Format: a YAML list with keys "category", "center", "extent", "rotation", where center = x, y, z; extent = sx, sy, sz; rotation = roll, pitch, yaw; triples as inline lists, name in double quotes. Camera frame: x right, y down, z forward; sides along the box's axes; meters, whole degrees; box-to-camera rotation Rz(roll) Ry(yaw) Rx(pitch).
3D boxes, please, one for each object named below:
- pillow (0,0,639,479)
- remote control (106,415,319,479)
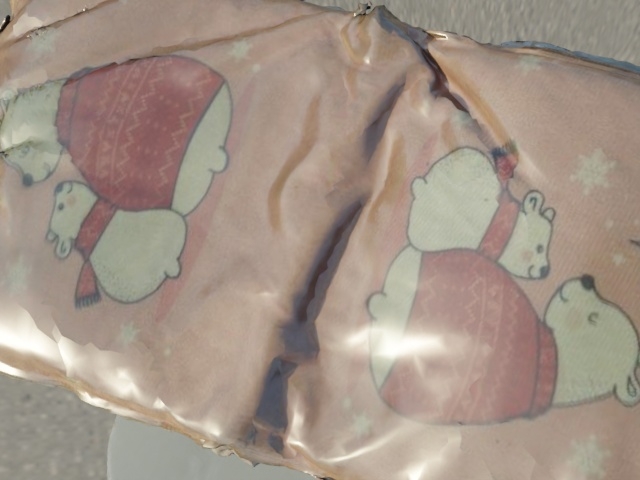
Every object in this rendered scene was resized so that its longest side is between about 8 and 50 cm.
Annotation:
- category: "pillow"
  center: [0.000, 0.000, 0.453]
  extent: [0.248, 0.049, 0.135]
  rotation: [16, 92, 22]
- category: "remote control"
  center: [0.032, 0.117, 0.464]
  extent: [0.245, 0.022, 0.077]
  rotation: [40, 93, 23]
